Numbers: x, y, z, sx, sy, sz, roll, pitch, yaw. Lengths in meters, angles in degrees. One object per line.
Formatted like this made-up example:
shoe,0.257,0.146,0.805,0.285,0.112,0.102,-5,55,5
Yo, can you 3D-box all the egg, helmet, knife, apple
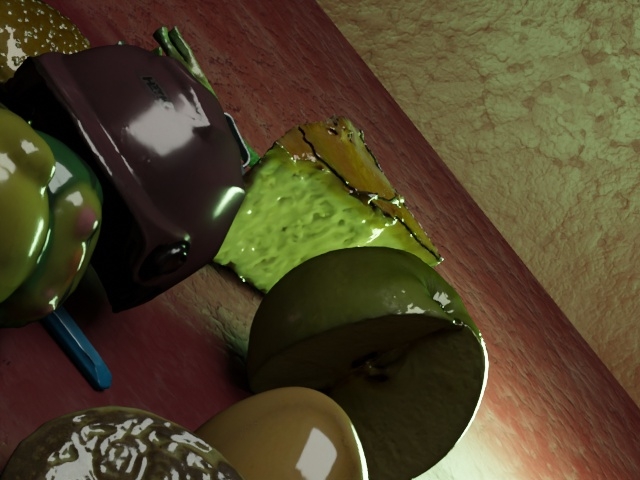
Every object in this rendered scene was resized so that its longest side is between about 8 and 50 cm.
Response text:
egg,-0.054,0.254,1.492,0.201,0.244,0.201,30,-7,4
helmet,-0.185,-0.086,1.649,0.271,0.197,0.338,55,-23,20
knife,-0.305,0.034,1.591,0.296,0.026,0.044,55,19,-7
apple,0.061,0.137,1.967,0.295,0.258,0.233,46,18,-24

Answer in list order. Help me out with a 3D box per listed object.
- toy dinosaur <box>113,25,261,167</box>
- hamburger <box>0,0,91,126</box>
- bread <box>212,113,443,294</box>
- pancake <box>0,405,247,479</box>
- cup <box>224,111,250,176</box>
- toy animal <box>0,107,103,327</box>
toy dinosaur,-0.175,-0.161,2.255,0.300,0.087,0.447,62,19,2
hamburger,-0.347,-0.204,1.777,0.215,0.122,0.189,33,28,-45
bread,0.000,0.000,2.112,0.279,0.248,0.315,52,20,-2
pancake,-0.160,0.244,1.325,0.250,0.031,0.250,11,47,-13
cup,-0.158,-0.119,2.112,0.128,0.095,0.129,-22,77,-35
toy animal,-0.320,-0.023,1.379,0.191,0.216,0.338,30,8,17
